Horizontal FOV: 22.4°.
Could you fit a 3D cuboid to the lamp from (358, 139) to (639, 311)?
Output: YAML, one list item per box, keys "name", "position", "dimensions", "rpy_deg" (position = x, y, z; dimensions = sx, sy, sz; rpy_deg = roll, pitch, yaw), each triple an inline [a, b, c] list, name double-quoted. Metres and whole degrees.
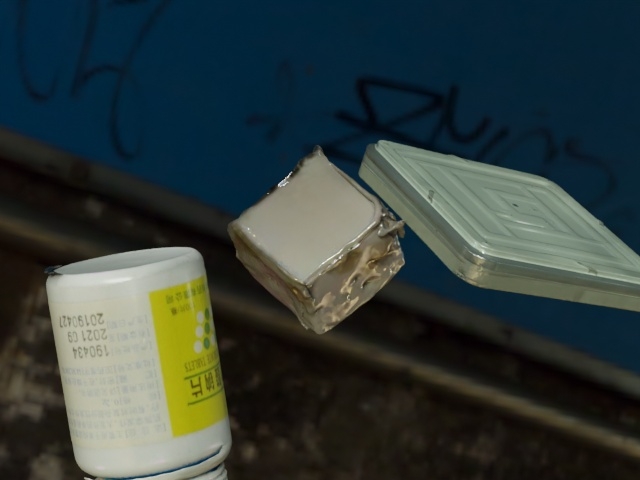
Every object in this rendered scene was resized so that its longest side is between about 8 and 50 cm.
- name: "lamp"
  position: [0.202, -0.015, 1.711]
  dimensions: [0.266, 0.047, 0.269]
  rpy_deg: [11, 23, -32]

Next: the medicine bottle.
- name: "medicine bottle"
  position: [-0.156, 0.142, 1.437]
  dimensions: [0.143, 0.258, 0.143]
  rpy_deg: [-7, 7, 1]

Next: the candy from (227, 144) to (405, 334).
- name: "candy"
  position: [0.000, 0.000, 2.128]
  dimensions: [0.195, 0.185, 0.137]
  rpy_deg: [38, -17, 38]
